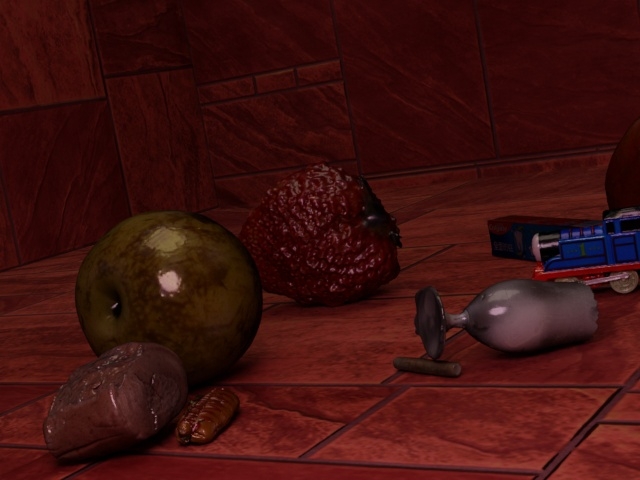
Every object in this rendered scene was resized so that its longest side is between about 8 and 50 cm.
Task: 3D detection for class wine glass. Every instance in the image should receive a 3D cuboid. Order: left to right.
[{"bbox_3d":[0.240,0.100,1.409,0.222,0.103,0.103,-2,6,-13],"label":"wine glass"}]

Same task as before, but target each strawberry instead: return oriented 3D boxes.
[{"bbox_3d":[0.000,0.002,1.953,0.257,0.261,0.261,-32,15,-19],"label":"strawberry"}]

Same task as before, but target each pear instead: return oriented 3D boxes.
[{"bbox_3d":[-0.208,0.083,1.563,0.283,0.283,0.283,-10,8,1],"label":"pear"}]

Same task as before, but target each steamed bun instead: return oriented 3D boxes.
[{"bbox_3d":[-0.254,0.194,1.328,0.145,0.106,0.175,-19,12,21],"label":"steamed bun"}]

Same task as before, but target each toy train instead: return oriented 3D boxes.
[{"bbox_3d":[0.427,0.017,1.687,0.204,0.131,0.083,-8,9,17],"label":"toy train"}]

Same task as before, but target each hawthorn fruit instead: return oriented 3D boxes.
[{"bbox_3d":[0.615,-0.098,1.850,0.275,0.275,0.300,-4,21,36],"label":"hawthorn fruit"}]

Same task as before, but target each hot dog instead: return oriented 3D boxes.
[{"bbox_3d":[-0.140,0.213,1.334,0.062,0.038,0.144,-8,8,14],"label":"hot dog"}]

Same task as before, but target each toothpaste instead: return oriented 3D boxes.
[{"bbox_3d":[0.424,-0.002,2.033,0.066,0.076,0.320,-13,9,-21],"label":"toothpaste"}]

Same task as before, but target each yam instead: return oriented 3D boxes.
[{"bbox_3d":[0.136,0.163,1.412,0.021,0.021,0.116,-16,9,-38],"label":"yam"}]
